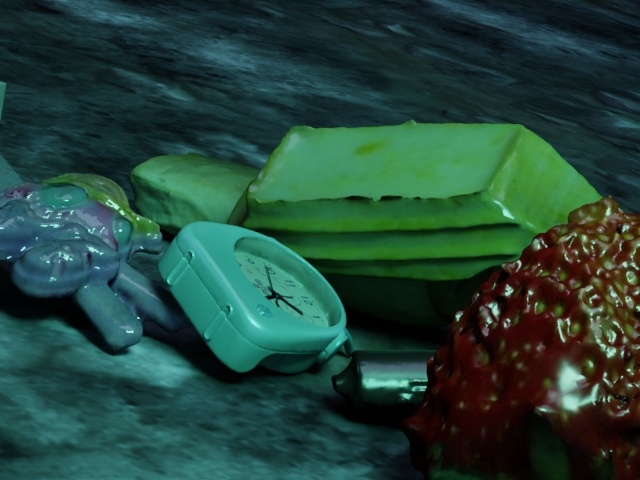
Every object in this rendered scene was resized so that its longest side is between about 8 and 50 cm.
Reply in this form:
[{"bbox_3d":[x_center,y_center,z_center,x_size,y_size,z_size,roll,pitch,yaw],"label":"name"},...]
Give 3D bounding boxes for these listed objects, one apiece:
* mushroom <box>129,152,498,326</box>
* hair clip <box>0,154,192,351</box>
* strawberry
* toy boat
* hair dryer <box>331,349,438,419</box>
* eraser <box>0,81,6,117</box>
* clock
[{"bbox_3d":[0.000,0.000,1.468,0.312,0.081,0.100,17,12,32],"label":"mushroom"},{"bbox_3d":[-0.204,-0.014,1.318,0.278,0.090,0.137,23,22,35],"label":"hair clip"},{"bbox_3d":[0.153,0.076,1.094,0.187,0.201,0.184,6,-18,41],"label":"strawberry"},{"bbox_3d":[0.062,-0.026,1.345,0.276,0.084,0.111,5,39,22],"label":"toy boat"},{"bbox_3d":[0.154,0.078,1.284,0.302,0.116,0.244,4,13,-6],"label":"hair dryer"},{"bbox_3d":[-0.297,-0.115,1.708,0.019,0.038,0.083,15,16,18],"label":"eraser"},{"bbox_3d":[-0.029,0.042,1.292,0.147,0.045,0.108,11,35,-49],"label":"clock"}]
